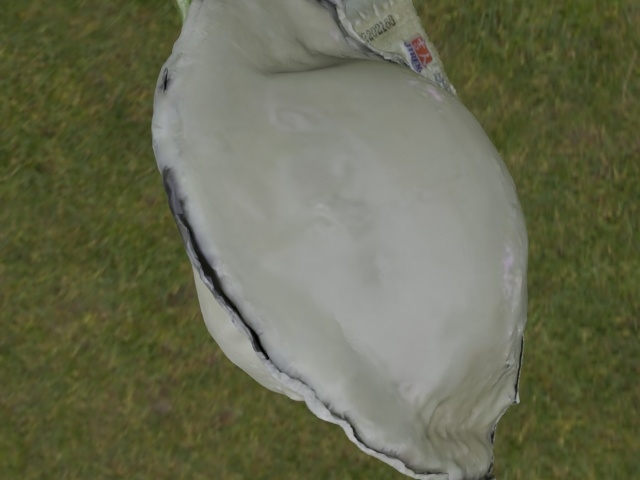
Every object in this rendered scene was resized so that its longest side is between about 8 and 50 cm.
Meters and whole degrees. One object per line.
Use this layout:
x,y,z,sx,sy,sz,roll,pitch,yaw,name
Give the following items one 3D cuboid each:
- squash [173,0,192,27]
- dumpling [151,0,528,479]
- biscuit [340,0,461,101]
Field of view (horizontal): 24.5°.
-0.086,-0.260,0.955,0.137,0.137,0.287,15,117,2,squash
0.000,0.000,0.622,0.142,0.172,0.247,-30,81,29,dumpling
0.076,-0.110,1.393,0.079,0.186,0.309,-13,107,50,biscuit
